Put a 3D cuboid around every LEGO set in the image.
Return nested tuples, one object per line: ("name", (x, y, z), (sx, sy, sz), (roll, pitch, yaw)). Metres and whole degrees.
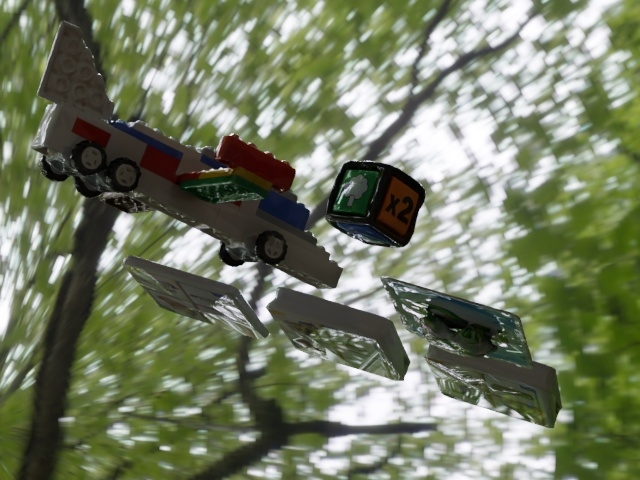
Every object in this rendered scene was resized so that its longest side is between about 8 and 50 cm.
("LEGO set", (0.000, 0.000, 0.716), (0.182, 0.244, 0.060), (16, -103, 15))
